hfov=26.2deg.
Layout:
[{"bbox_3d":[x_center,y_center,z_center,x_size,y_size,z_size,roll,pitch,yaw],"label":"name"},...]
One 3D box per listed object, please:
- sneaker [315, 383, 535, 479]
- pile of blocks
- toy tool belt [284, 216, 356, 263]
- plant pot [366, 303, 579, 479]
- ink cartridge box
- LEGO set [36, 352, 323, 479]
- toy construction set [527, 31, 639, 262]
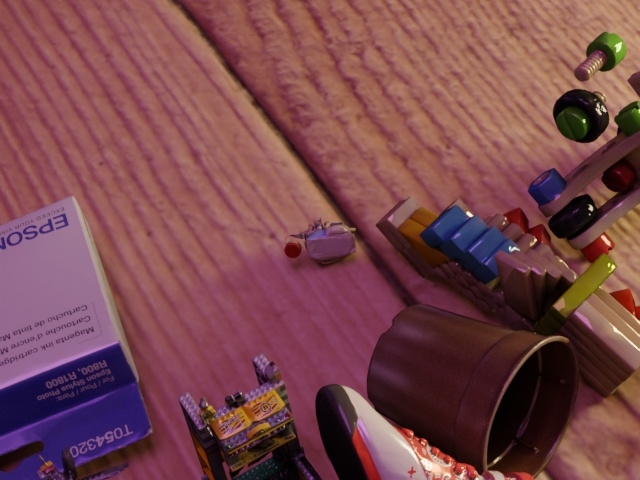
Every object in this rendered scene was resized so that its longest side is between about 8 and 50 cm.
[{"bbox_3d":[0.114,0.227,1.259,0.145,0.090,0.270,-27,79,-20],"label":"sneaker"},{"bbox_3d":[0.221,0.018,1.465,0.362,0.149,0.112,34,67,33],"label":"pile of blocks"},{"bbox_3d":[0.000,0.000,1.604,0.083,0.052,0.051,-8,20,4],"label":"toy tool belt"},{"bbox_3d":[0.147,0.146,1.385,0.165,0.167,0.167,23,61,36],"label":"plant pot"},{"bbox_3d":[-0.382,0.134,1.540,0.324,0.071,0.330,-23,49,-4],"label":"ink cartridge box"},{"bbox_3d":[-0.102,0.262,1.302,0.331,0.192,0.255,-21,45,-10],"label":"LEGO set"},{"bbox_3d":[0.409,-0.084,1.476,0.309,0.257,0.237,39,55,12],"label":"toy construction set"}]
